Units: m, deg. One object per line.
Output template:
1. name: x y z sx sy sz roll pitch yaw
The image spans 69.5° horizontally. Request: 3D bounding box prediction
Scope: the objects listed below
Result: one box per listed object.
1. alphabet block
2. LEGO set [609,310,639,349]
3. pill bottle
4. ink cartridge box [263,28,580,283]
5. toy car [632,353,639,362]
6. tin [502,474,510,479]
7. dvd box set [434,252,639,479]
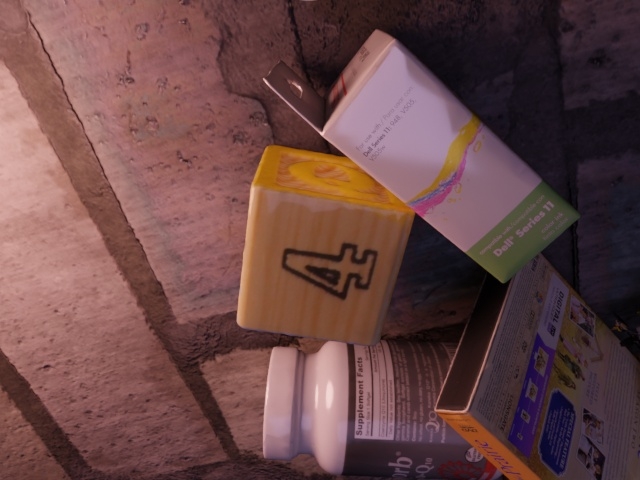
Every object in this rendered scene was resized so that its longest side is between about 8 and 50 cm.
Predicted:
1. alphabet block: 0.000 0.000 0.629 0.193 0.192 0.197 8 115 -6
2. LEGO set: 0.611 0.227 0.690 0.254 0.332 0.192 -3 146 -28
3. pill bottle: 0.098 0.267 0.747 0.362 0.210 0.210 3 116 -1
4. ink cartridge box: 0.114 -0.132 0.554 0.353 0.207 0.119 36 112 -17
5. toy car: 0.589 0.248 0.845 0.040 0.060 0.122 -15 103 55
6. tin: 0.449 0.525 0.969 0.106 0.040 0.190 -20 114 14
7. dvd box set: 0.373 0.242 0.682 0.420 0.308 0.062 43 146 -13
